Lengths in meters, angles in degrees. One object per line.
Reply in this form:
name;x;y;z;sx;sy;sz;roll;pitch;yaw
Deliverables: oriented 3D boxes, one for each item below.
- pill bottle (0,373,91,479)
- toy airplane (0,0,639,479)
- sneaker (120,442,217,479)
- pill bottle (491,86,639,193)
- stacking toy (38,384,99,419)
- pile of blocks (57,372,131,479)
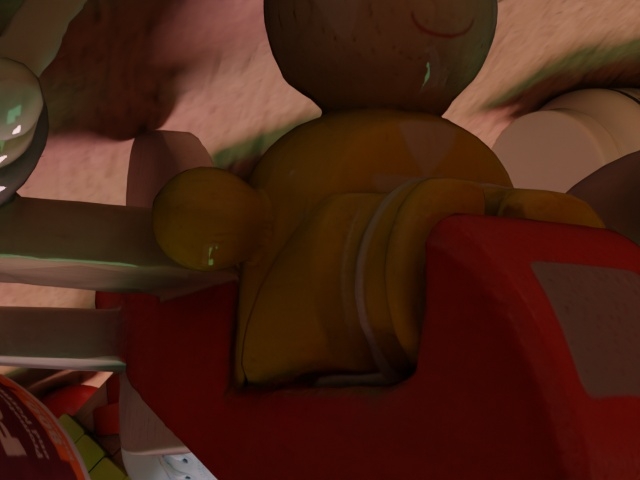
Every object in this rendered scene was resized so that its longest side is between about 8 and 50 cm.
pill bottle;-0.250;0.148;0.944;0.224;0.224;0.392;-23;170;2
toy airplane;0.000;0.000;0.766;0.384;0.272;0.386;14;-168;18
sneaker;-0.074;0.061;1.190;0.150;0.135;0.366;-2;150;-30
pill bottle;0.181;-0.042;1.236;0.108;0.108;0.180;-30;167;33
stacking toy;-0.243;0.213;1.576;0.141;0.141;0.330;-14;163;-40
pile of blocks;-0.223;0.182;1.384;0.362;0.149;0.112;-23;170;0
